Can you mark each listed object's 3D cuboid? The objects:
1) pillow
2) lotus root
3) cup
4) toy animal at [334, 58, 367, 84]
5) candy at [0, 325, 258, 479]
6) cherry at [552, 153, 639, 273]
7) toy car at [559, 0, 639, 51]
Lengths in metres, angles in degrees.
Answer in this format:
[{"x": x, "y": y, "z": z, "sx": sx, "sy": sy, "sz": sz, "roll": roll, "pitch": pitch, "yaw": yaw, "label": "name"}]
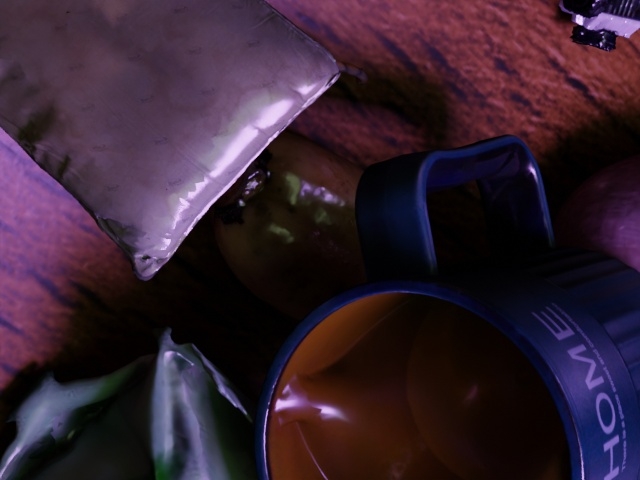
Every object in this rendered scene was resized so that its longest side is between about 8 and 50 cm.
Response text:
[{"x": -0.155, "y": -0.139, "z": 1.217, "sx": 0.185, "sy": 0.302, "sz": 0.075, "roll": -47, "pitch": 169, "yaw": -1, "label": "pillow"}, {"x": 0.000, "y": 0.000, "z": 1.451, "sx": 0.125, "sy": 0.118, "sz": 0.221, "roll": -52, "pitch": 131, "yaw": 0, "label": "lotus root"}, {"x": 0.110, "y": 0.106, "z": 1.396, "sx": 0.242, "sy": 0.308, "sz": 0.292, "roll": -45, "pitch": 164, "yaw": 26, "label": "cup"}, {"x": -0.064, "y": -0.134, "z": 1.346, "sx": 0.255, "sy": 0.116, "sz": 0.114, "roll": -1, "pitch": 115, "yaw": -32, "label": "toy animal"}, {"x": -0.170, "y": 0.255, "z": 1.452, "sx": 0.398, "sy": 0.172, "sz": 0.263, "roll": -44, "pitch": 132, "yaw": 6, "label": "candy"}, {"x": 0.305, "y": 0.046, "z": 1.606, "sx": 0.307, "sy": 0.221, "sz": 0.261, "roll": -31, "pitch": 127, "yaw": -37, "label": "cherry"}, {"x": 0.238, "y": -0.232, "z": 1.511, "sx": 0.080, "sy": 0.070, "sz": 0.171, "roll": 7, "pitch": 108, "yaw": -34, "label": "toy car"}]
